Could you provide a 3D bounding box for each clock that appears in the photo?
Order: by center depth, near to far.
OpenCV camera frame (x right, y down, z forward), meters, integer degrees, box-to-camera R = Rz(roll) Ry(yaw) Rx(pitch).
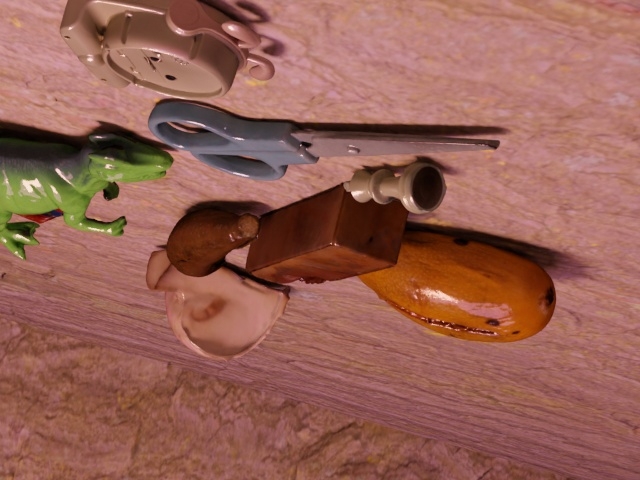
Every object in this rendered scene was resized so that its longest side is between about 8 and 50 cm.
[{"bbox_3d":[-0.143,-0.186,1.325,0.191,0.062,0.151,10,165,15],"label":"clock"}]

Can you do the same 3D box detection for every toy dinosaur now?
[{"bbox_3d":[-0.477,-0.105,1.820,0.500,0.144,0.374,14,161,-18],"label":"toy dinosaur"}]

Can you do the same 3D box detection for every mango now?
[{"bbox_3d":[0.166,0.060,1.824,0.295,0.120,0.177,9,163,22],"label":"mango"}]

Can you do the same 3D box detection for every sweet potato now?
[{"bbox_3d":[-0.158,-0.005,1.999,0.112,0.085,0.286,-2,167,-23],"label":"sweet potato"}]

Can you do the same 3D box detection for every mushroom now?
[{"bbox_3d":[-0.208,0.120,2.339,0.236,0.162,0.173,25,161,-28],"label":"mushroom"}]

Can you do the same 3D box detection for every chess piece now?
[{"bbox_3d":[0.077,-0.064,1.598,0.059,0.059,0.149,25,169,-35],"label":"chess piece"}]

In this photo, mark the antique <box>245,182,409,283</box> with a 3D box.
[{"bbox_3d":[0.000,0.000,1.835,0.093,0.087,0.310,19,164,-22],"label":"antique"}]

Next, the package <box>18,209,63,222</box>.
[{"bbox_3d":[-0.458,-0.052,2.222,0.083,0.022,0.200,22,166,-26],"label":"package"}]

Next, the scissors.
[{"bbox_3d":[0.006,-0.108,1.533,0.447,0.029,0.192,3,162,38],"label":"scissors"}]
